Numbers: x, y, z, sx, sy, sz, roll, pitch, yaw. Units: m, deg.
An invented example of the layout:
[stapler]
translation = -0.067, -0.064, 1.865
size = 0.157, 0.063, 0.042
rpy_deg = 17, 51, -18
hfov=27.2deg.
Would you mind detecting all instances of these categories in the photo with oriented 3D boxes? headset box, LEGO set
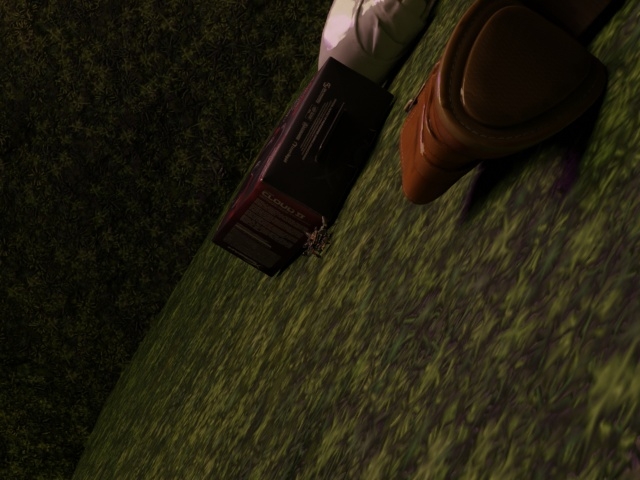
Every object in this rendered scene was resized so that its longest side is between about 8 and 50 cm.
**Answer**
[headset box]
translation = -0.023, -0.101, 1.821
size = 0.218, 0.110, 0.293
rpy_deg = -63, 8, -24
[LEGO set]
translation = -0.001, 0.003, 1.652
size = 0.054, 0.023, 0.083
rpy_deg = -58, 21, 23

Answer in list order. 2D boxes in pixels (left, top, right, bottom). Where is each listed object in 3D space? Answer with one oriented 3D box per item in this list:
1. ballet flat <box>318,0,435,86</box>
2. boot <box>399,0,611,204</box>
[ballet flat]
translation = 0.127, -0.376, 1.906
size = 0.400, 0.139, 0.139
rpy_deg = -60, 8, -9
[boot]
translation = 0.109, -0.100, 0.986
size = 0.220, 0.109, 0.283
rpy_deg = -49, 10, 44
